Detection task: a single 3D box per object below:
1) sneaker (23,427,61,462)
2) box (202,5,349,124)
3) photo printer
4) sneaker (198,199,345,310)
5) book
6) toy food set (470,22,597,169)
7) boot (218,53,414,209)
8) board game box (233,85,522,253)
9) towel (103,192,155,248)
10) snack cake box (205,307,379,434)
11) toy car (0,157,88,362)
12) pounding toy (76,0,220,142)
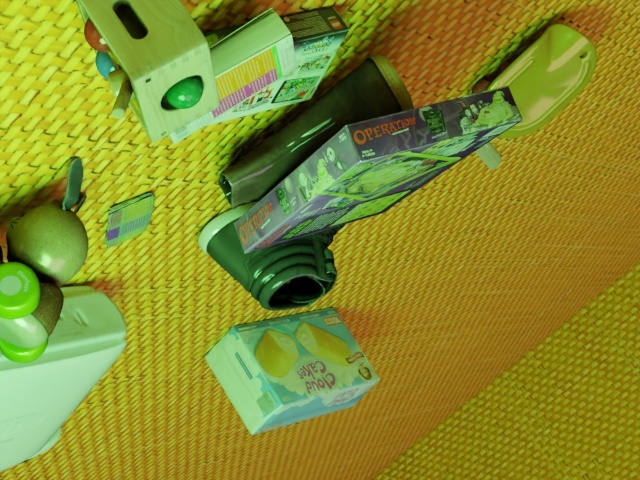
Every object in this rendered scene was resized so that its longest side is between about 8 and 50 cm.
[{"bbox_3d":[-0.463,0.290,1.720,0.216,0.079,0.121,-13,155,-29],"label":"sneaker"},{"bbox_3d":[-0.077,-0.173,1.309,0.207,0.036,0.114,-19,155,-37],"label":"box"},{"bbox_3d":[-0.404,0.190,1.524,0.256,0.107,0.307,-8,147,-51],"label":"photo printer"},{"bbox_3d":[0.000,0.000,1.665,0.295,0.147,0.104,-23,156,-31],"label":"sneaker"},{"bbox_3d":[-0.092,-0.153,1.230,0.144,0.035,0.096,-32,163,-6],"label":"book"},{"bbox_3d":[0.268,-0.212,1.732,0.218,0.071,0.128,-43,135,17],"label":"toy food set"},{"bbox_3d":[-0.010,-0.108,1.432,0.207,0.090,0.248,-30,175,-13],"label":"boot"},{"bbox_3d":[0.053,-0.074,1.452,0.208,0.056,0.347,-21,174,-28],"label":"board game box"},{"bbox_3d":[-0.219,-0.024,1.466,0.060,0.009,0.083,-26,159,-25],"label":"towel"},{"bbox_3d":[-0.041,0.207,2.065,0.264,0.152,0.089,-7,146,-53],"label":"snack cake box"},{"bbox_3d":[-0.297,0.003,1.296,0.188,0.149,0.155,-57,174,-25],"label":"toy car"},{"bbox_3d":[-0.153,-0.150,1.087,0.100,0.141,0.130,-30,160,-10],"label":"pounding toy"}]
